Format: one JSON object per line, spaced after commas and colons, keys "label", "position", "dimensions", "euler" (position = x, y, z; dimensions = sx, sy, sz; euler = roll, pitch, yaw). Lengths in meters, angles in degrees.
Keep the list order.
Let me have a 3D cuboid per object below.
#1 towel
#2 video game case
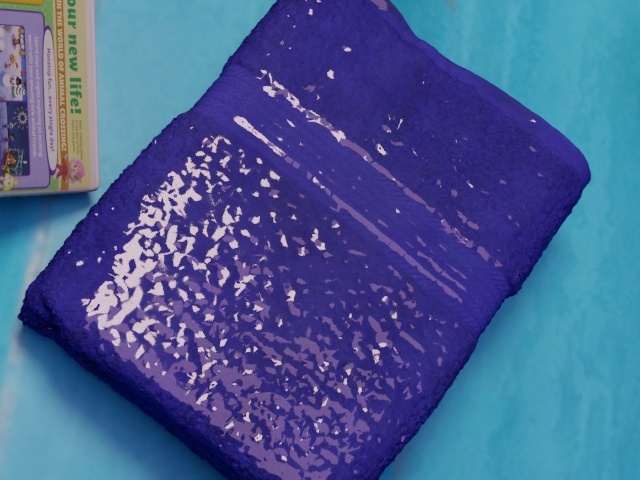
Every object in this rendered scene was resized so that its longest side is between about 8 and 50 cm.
{"label": "towel", "position": [0.000, 0.000, 0.800], "dimensions": [0.228, 0.076, 0.308], "euler": [39, 63, -1]}
{"label": "video game case", "position": [-0.194, -0.127, 0.694], "dimensions": [0.193, 0.023, 0.212], "euler": [-6, 97, -52]}
